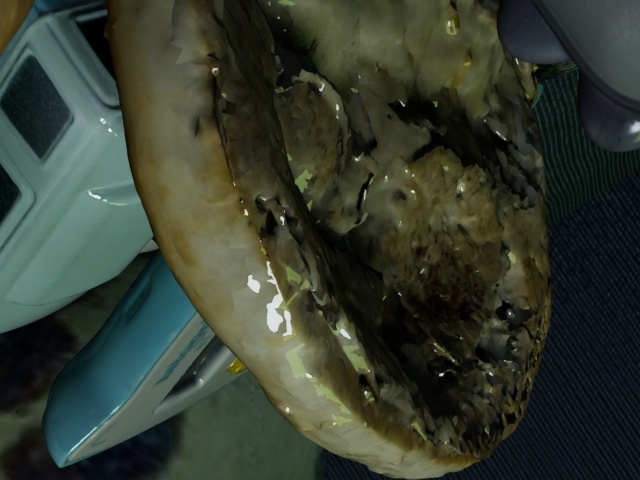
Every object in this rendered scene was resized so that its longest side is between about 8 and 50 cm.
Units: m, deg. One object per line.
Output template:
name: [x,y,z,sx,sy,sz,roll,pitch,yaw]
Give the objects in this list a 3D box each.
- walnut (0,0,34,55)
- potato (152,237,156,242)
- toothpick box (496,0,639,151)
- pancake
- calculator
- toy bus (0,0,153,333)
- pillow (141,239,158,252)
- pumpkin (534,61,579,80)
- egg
walnut: [-0.194,-0.106,0.646,0.137,0.137,0.245,-36,165,19]
potato: [-0.042,-0.058,1.189,0.143,0.169,0.248,-3,-170,34]
toothpick box: [0.152,-0.186,0.770,0.229,0.316,0.229,-30,169,-6]
pancake: [0.017,-0.071,0.806,0.082,0.387,0.387,-12,179,28]
calculator: [0.000,0.000,1.037,0.386,0.054,0.256,-21,156,-53]
toy bus: [-0.150,-0.056,0.887,0.133,0.165,0.271,-23,165,-40]
pillow: [-0.060,-0.054,1.358,0.254,0.078,0.144,-23,166,-40]
pumpkin: [0.158,-0.200,1.125,0.220,0.162,0.220,-34,174,-4]
egg: [-0.174,0.183,1.382,0.428,0.345,0.345,-33,170,-26]
